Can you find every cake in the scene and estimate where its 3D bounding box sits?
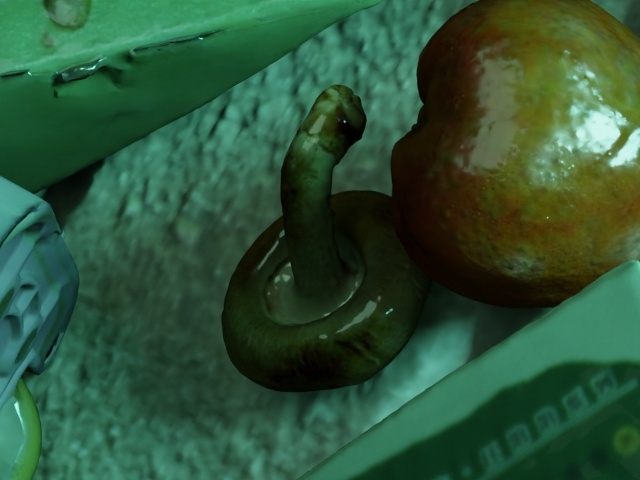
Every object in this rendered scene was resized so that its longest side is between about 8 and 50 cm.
[{"bbox_3d":[-0.105,-0.116,0.917,0.283,0.172,0.158,-11,70,0],"label":"cake"}]

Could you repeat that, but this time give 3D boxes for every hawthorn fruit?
[{"bbox_3d":[0.086,-0.027,0.741,0.125,0.140,0.125,-46,22,24],"label":"hawthorn fruit"}]

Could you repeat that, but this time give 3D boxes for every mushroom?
[{"bbox_3d":[0.009,0.002,0.786,0.088,0.072,0.130,48,129,53],"label":"mushroom"}]

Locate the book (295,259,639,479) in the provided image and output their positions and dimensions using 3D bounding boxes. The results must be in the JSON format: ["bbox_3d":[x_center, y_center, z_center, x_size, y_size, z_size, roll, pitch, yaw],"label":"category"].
[{"bbox_3d":[0.080,0.220,0.616,0.260,0.043,0.371,-36,55,19],"label":"book"}]

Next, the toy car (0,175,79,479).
[{"bbox_3d":[-0.256,0.101,0.755,0.226,0.242,0.336,27,79,3],"label":"toy car"}]
